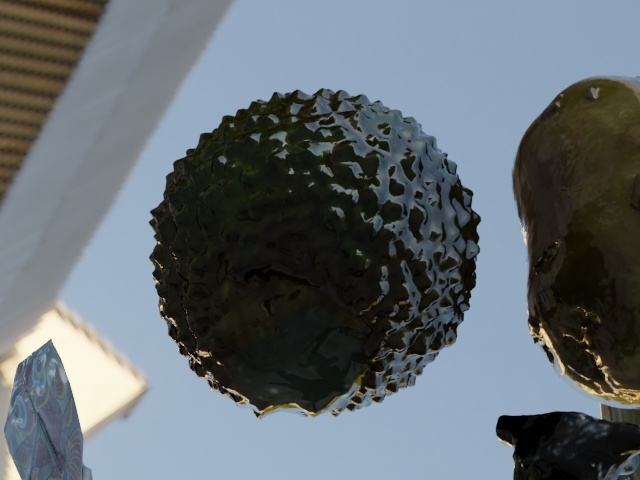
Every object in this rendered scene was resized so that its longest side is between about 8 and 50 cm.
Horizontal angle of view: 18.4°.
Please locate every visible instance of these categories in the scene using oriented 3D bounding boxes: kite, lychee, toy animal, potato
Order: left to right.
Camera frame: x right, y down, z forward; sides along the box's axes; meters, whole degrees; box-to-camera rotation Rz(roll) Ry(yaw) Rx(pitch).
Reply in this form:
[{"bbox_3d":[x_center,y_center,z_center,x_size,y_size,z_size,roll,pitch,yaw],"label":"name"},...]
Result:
[{"bbox_3d":[-0.159,0.177,1.295,0.016,0.127,0.229,-8,-62,15],"label":"kite"},{"bbox_3d":[0.000,0.000,0.925,0.171,0.171,0.171,19,-56,31],"label":"lychee"},{"bbox_3d":[0.093,0.148,0.804,0.070,0.202,0.105,7,-42,15],"label":"toy animal"},{"bbox_3d":[0.139,0.004,1.017,0.081,0.200,0.164,-5,-55,-1],"label":"potato"}]

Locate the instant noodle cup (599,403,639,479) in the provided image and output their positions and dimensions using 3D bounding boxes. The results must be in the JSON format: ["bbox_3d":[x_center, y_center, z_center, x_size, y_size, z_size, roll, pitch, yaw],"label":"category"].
[{"bbox_3d":[0.326,0.154,1.399,0.294,0.294,0.307,-8,-104,42],"label":"instant noodle cup"}]
